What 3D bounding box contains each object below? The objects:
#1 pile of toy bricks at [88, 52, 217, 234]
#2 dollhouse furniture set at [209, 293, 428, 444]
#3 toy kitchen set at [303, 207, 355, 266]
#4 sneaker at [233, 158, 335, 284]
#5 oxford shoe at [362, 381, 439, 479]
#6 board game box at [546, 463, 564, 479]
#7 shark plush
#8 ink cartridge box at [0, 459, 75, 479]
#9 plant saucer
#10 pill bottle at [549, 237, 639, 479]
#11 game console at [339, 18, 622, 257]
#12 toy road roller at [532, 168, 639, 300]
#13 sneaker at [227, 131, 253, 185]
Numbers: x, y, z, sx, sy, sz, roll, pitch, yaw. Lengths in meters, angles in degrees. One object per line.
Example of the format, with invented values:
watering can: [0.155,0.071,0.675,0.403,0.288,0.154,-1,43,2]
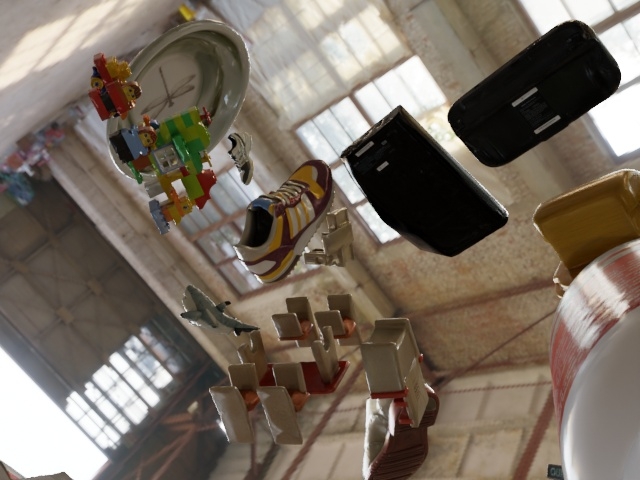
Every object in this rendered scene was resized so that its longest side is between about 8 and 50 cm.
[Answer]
pile of toy bricks: [-0.168,-0.112,0.821,0.105,0.212,0.118,-24,-150,-5]
dollhouse furniture set: [0.011,0.196,1.067,0.259,0.135,0.262,-6,-159,25]
toy kitchen set: [0.000,0.000,1.112,0.075,0.083,0.068,2,-160,35]
sneaker: [-0.042,-0.040,0.916,0.069,0.084,0.185,5,-121,34]
oxford shoe: [0.146,0.380,1.496,0.123,0.348,0.130,-4,-141,-25]
board game box: [0.464,0.380,1.158,0.186,0.126,0.026,153,-49,-66]
shark plush: [-0.192,0.138,1.388,0.161,0.073,0.067,17,-106,23]
ink cartridge box: [-0.327,0.314,0.887,0.224,0.181,0.056,-17,-141,22]
plant saucer: [-0.331,-0.320,1.645,0.400,0.100,0.400,-42,157,-23]
pill bottle: [0.284,0.123,0.520,0.229,0.229,0.407,-34,176,17]
game console: [0.206,-0.120,0.928,0.361,0.213,0.044,-35,-159,36]
toy road roller: [0.438,-0.004,1.043,0.202,0.240,0.329,-24,-164,42]
sneaker: [-0.122,-0.122,1.106,0.037,0.083,0.032,2,164,-31]
